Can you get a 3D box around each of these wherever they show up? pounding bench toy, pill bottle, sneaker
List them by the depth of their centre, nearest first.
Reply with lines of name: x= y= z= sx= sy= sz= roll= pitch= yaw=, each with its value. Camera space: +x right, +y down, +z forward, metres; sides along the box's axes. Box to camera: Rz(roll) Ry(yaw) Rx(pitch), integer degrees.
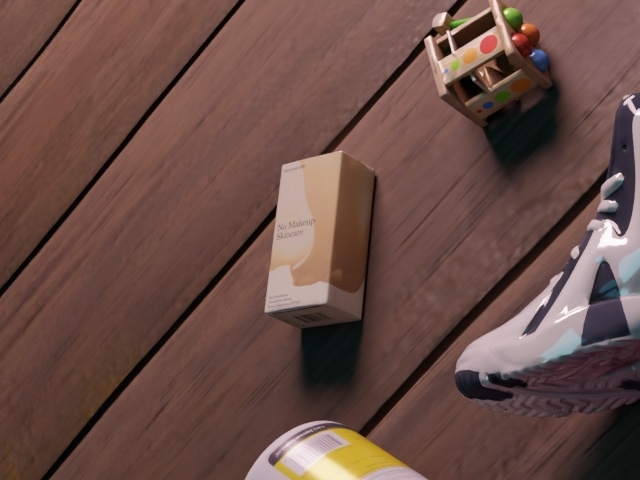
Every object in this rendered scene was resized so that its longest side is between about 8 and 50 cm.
sneaker: x=0.173 y=-0.003 z=0.726 sx=0.235 sy=0.094 sz=0.153 roll=-30 pitch=52 yaw=28
pill bottle: x=0.041 y=0.185 z=0.746 sx=0.184 sy=0.103 sz=0.103 roll=28 pitch=90 yaw=45
pounding bench toy: x=0.111 y=-0.133 z=0.868 sx=0.065 sy=0.052 sz=0.083 roll=-31 pitch=53 yaw=27

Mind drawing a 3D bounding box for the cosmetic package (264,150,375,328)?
cosmetic package: x=0.000 y=0.000 z=0.912 sx=0.060 sy=0.041 sz=0.115 roll=-13 pitch=63 yaw=38
